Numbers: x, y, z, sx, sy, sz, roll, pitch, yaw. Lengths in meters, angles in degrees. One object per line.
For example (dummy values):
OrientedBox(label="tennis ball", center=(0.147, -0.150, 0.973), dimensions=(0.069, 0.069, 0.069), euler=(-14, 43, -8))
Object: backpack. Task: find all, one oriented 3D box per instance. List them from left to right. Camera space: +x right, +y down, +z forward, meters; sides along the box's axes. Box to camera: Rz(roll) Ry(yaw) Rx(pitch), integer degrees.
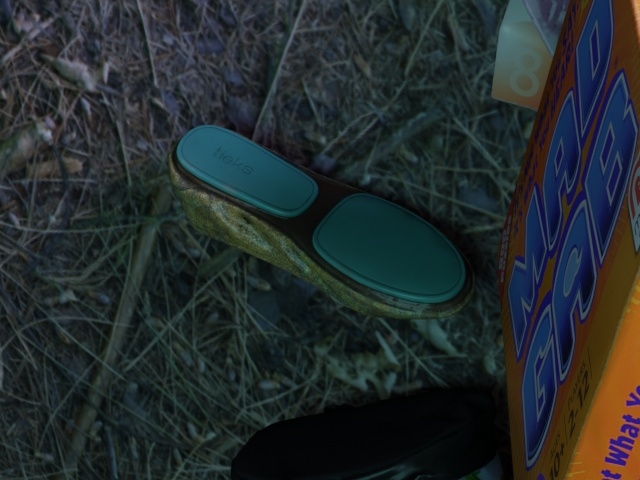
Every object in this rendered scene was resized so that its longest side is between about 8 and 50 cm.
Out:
OrientedBox(label="backpack", center=(0.079, 0.358, 1.761), dimensions=(0.290, 0.273, 0.356), euler=(-11, 114, 30))

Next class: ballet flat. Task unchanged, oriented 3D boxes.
OrientedBox(label="ballet flat", center=(0.000, 0.000, 1.752), dimensions=(0.348, 0.123, 0.123), euler=(28, 122, 23))

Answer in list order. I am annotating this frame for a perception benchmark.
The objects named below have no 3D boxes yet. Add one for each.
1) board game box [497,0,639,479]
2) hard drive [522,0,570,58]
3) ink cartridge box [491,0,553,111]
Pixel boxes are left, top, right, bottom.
OrientedBox(label="board game box", center=(0.339, 0.015, 1.227), dimensions=(0.356, 0.356, 0.356), euler=(8, 130, -5))
OrientedBox(label="hard drive", center=(0.244, -0.235, 1.476), dimensions=(0.172, 0.054, 0.255), euler=(-26, 96, 12))
OrientedBox(label="ink cartridge box", center=(0.228, -0.191, 1.551), dimensions=(0.145, 0.045, 0.179), euler=(18, 120, 28))
